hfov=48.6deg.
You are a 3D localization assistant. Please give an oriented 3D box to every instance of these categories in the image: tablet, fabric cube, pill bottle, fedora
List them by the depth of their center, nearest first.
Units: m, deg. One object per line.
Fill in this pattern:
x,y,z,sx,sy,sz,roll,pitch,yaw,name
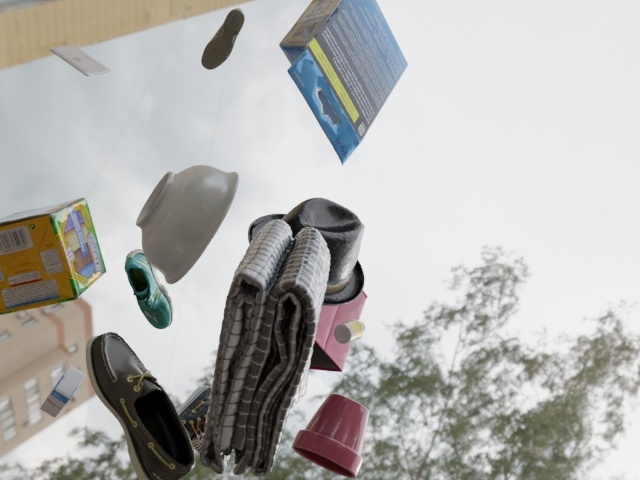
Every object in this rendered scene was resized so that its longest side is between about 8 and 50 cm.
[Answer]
-0.378,-0.285,1.117,0.083,0.054,0.006,35,-57,13,tablet
0.065,0.193,1.518,0.043,0.083,0.043,3,-85,30,pill bottle
0.000,0.000,1.661,0.334,0.334,0.152,45,-59,13,fedora
-0.055,0.193,2.015,0.254,0.258,0.259,0,-37,34,fabric cube

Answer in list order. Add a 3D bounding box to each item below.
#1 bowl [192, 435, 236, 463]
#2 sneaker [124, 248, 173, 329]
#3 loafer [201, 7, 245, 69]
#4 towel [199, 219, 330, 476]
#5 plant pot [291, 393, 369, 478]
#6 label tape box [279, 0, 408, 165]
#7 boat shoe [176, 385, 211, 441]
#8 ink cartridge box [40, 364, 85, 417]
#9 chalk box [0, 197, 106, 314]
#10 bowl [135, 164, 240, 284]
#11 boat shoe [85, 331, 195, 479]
-0.231,0.439,1.696,0.170,0.170,0.080,47,-60,11,bowl
-0.534,0.162,2.159,0.107,0.110,0.275,-16,-66,7,sneaker
-0.177,-0.371,1.306,0.045,0.039,0.125,30,-67,-18,loafer
-0.064,0.137,0.927,0.121,0.235,0.283,12,-71,0,towel
0.044,0.536,1.975,0.201,0.180,0.201,22,-23,10,plant pot
0.034,-0.362,1.508,0.115,0.347,0.249,1,-42,41,label tape box
-0.227,0.338,1.309,0.083,0.183,0.065,5,-58,26,boat shoe
-0.684,0.401,1.878,0.052,0.088,0.122,34,-51,-11,ink cartridge box
-0.423,0.017,1.096,0.133,0.213,0.132,-13,-80,2,chalk box
-0.315,-0.061,1.573,0.134,0.297,0.298,33,-37,-20,bowl
-0.237,0.216,0.946,0.069,0.081,0.227,-37,-103,28,boat shoe
